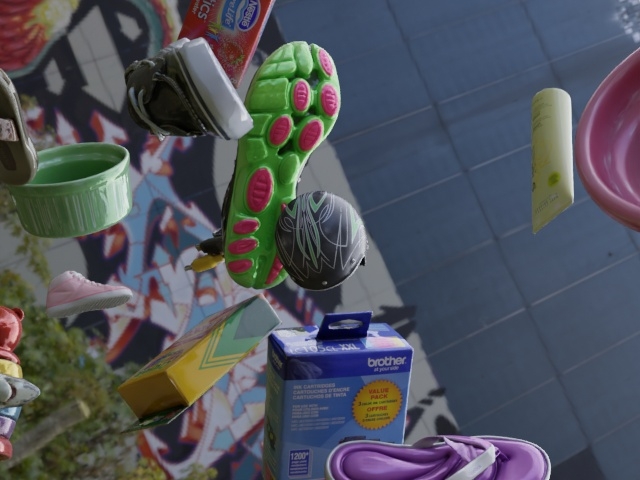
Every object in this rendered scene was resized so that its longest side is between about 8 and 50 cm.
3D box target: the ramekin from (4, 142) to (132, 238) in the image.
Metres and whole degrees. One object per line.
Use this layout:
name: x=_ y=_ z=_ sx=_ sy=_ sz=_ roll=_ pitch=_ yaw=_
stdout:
ramekin: x=-0.613 y=-0.124 z=1.888 sx=0.303 sy=0.304 sz=0.148 roll=39 pitch=-40 yaw=55

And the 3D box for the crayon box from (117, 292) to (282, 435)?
crayon box: x=-0.243 y=0.232 z=1.444 sx=0.202 sy=0.318 sz=0.081 roll=-25 pitch=-79 yaw=46

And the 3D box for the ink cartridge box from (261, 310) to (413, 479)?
ink cartridge box: x=0.029 y=0.318 z=1.534 sx=0.151 sy=0.270 sz=0.395 roll=-143 pitch=-126 yaw=-67

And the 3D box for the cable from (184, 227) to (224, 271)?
cable: x=-0.183 y=0.014 z=1.737 sx=0.287 sy=0.139 sz=0.072 roll=-6 pitch=-63 yaw=40

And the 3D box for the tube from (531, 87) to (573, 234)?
tube: x=0.351 y=-0.128 z=1.162 sx=0.070 sy=0.062 sz=0.240 roll=60 pitch=33 yaw=-50

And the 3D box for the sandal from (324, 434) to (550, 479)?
sandal: x=0.216 y=0.410 z=1.381 sx=0.169 sy=0.417 sz=0.102 roll=-96 pitch=-176 yaw=-52

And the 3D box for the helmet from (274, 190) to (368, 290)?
helmet: x=0.000 y=0.000 z=1.295 sx=0.169 sy=0.170 sz=0.161 roll=64 pitch=13 yaw=9

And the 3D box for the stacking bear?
stacking bear: x=-0.643 y=0.262 z=1.453 sx=0.164 sy=0.176 sz=0.288 roll=82 pitch=9 yaw=-66

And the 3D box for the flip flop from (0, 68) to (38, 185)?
flip flop: x=-0.501 y=-0.170 z=1.127 sx=0.277 sy=0.112 sz=0.080 roll=87 pitch=12 yaw=-50

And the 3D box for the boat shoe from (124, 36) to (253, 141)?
boat shoe: x=-0.171 y=-0.169 z=0.925 sx=0.121 sy=0.119 sz=0.335 roll=62 pitch=-8 yaw=-22

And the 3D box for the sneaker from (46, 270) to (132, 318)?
sneaker: x=-0.364 y=0.074 z=1.193 sx=0.051 sy=0.135 sz=0.070 roll=77 pitch=1 yaw=-67

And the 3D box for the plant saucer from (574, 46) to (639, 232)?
plant saucer: x=0.455 y=-0.125 z=0.843 sx=0.084 sy=0.332 sz=0.332 roll=46 pitch=-3 yaw=-36

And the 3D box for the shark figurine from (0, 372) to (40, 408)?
shark figurine: x=-0.561 y=0.161 z=1.161 sx=0.278 sy=0.166 sz=0.116 roll=57 pitch=-8 yaw=5

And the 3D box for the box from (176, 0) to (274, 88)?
box: x=-0.151 y=-0.407 z=1.319 sx=0.122 sy=0.128 sz=0.256 roll=-98 pitch=-149 yaw=-73

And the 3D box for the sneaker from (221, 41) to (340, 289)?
sneaker: x=-0.104 y=-0.152 z=1.471 sx=0.202 sy=0.185 sz=0.482 roll=21 pitch=-86 yaw=67
